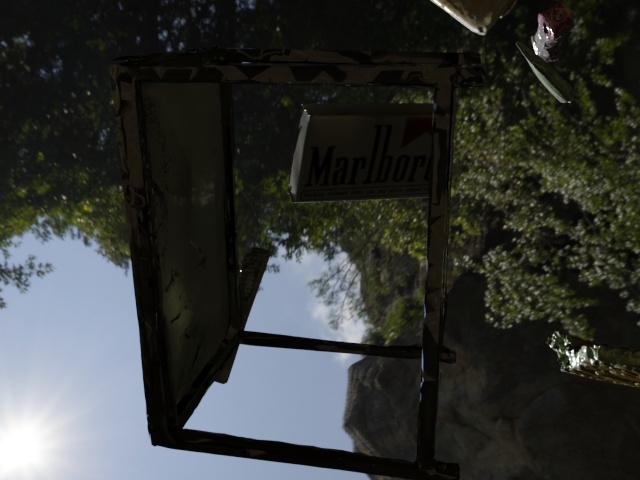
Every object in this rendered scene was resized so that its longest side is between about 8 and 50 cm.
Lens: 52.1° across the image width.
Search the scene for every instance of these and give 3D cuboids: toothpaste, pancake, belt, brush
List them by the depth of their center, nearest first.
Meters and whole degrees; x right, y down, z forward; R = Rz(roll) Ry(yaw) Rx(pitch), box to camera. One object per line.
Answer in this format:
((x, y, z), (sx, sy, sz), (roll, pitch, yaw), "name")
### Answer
((0.339, 0.116, 0.618), (0.197, 0.376, 0.054), (16, -102, -23), "pancake")
((-0.113, 0.098, 0.882), (0.034, 0.027, 0.190), (14, -101, 22), "brush")
((0.356, -0.254, 1.019), (0.029, 0.197, 0.048), (-37, -123, 27), "toothpaste")
((0.458, -0.413, 1.303), (0.053, 0.232, 0.071), (-30, -98, 11), "belt")

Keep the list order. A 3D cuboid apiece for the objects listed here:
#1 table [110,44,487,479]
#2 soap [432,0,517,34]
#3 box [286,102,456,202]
((0.000, 0.000, 0.601), (0.272, 0.222, 0.335), (3, -71, 11), "table")
((0.246, -0.572, 1.137), (0.335, 0.293, 0.156), (40, -125, 4), "soap")
((0.057, -0.097, 0.738), (0.177, 0.115, 0.036), (-4, -141, -19), "box")
